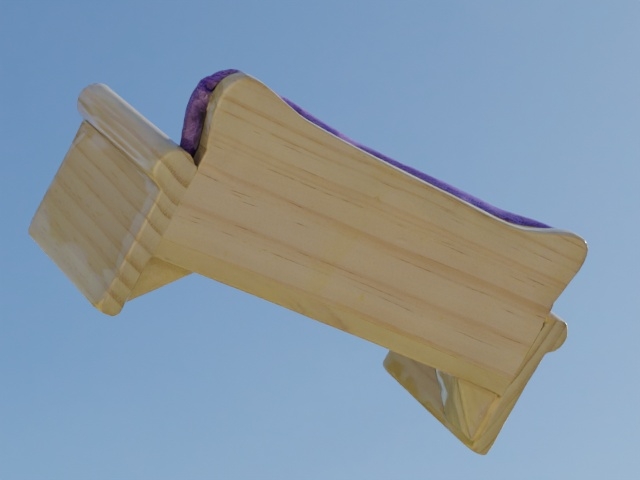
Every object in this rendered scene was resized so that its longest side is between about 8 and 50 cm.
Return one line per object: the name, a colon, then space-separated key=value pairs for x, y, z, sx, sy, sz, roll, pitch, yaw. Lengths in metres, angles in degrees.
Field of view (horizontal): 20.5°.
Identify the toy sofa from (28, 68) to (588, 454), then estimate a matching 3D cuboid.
toy sofa: x=0.000 y=0.000 z=1.229 sx=0.362 sy=0.177 sz=0.150 roll=23 pitch=9 yaw=-34
